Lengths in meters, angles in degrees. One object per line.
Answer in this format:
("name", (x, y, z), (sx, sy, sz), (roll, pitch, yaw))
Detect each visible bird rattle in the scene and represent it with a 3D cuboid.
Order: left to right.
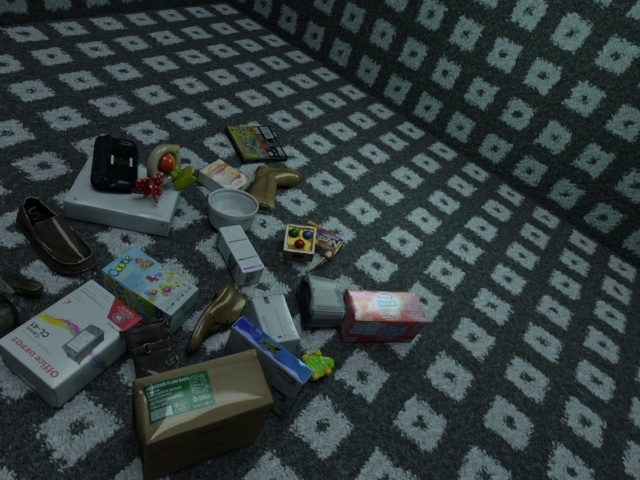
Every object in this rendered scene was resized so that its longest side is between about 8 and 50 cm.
("bird rattle", (-0.619, -0.274, 1.773), (0.143, 0.207, 0.253), (24, 29, 26))

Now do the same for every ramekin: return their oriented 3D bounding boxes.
("ramekin", (-0.369, -0.117, 1.899), (0.207, 0.109, 0.207), (12, 35, -9))

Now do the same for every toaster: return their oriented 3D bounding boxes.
("toaster", (0.001, 0.236, 1.711), (0.146, 0.129, 0.227), (7, 44, -21))

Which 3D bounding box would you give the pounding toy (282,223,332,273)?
("pounding toy", (-0.050, 0.036, 1.877), (0.206, 0.094, 0.181), (7, 63, -3))

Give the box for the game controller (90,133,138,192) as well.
("game controller", (-0.818, -0.309, 1.822), (0.166, 0.067, 0.319), (13, 42, -32))

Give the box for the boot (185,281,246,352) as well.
("boot", (-0.348, 0.270, 1.549), (0.115, 0.112, 0.305), (34, 40, -5))

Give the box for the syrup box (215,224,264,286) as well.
("syrup box", (-0.316, 0.057, 1.775), (0.096, 0.093, 0.237), (-11, 53, -33))

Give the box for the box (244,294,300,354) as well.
("box", (-0.171, 0.309, 1.522), (0.119, 0.182, 0.181), (-4, 50, -28))

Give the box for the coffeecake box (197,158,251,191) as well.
("coffeecake box", (-0.436, -0.273, 2.072), (0.185, 0.068, 0.142), (33, 43, 10))

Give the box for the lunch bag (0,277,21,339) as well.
("lunch bag", (-0.977, 0.149, 1.256), (0.235, 0.287, 0.169), (33, 44, 12))

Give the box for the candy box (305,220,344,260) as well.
("candy box", (0.000, 0.000, 2.000), (0.187, 0.053, 0.109), (30, 43, 9))

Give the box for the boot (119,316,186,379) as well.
("boot", (-0.447, 0.341, 1.358), (0.263, 0.091, 0.229), (-6, 85, -26))

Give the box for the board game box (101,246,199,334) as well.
("board game box", (-0.566, 0.171, 1.517), (0.275, 0.142, 0.144), (31, 43, 8))

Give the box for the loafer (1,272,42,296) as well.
("loafer", (-0.949, 0.146, 1.448), (0.148, 0.050, 0.056), (16, 37, 15))

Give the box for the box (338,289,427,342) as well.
("box", (0.228, 0.289, 1.736), (0.300, 0.154, 0.142), (4, 46, -19))

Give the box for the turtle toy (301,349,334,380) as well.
("turtle toy", (-0.007, 0.430, 1.557), (0.130, 0.066, 0.095), (-12, 53, -33))

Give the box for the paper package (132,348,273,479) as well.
("paper package", (-0.318, 0.461, 1.213), (0.325, 0.309, 0.168), (-8, 51, -28))

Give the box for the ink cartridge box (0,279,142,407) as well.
("ink cartridge box", (-0.719, 0.292, 1.341), (0.226, 0.131, 0.306), (34, 42, 10))

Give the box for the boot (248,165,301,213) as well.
("boot", (-0.213, -0.227, 2.117), (0.236, 0.089, 0.269), (6, 44, -3))

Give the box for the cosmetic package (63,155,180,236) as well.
("cosmetic package", (-0.766, -0.177, 1.813), (0.377, 0.097, 0.284), (12, 42, -12))

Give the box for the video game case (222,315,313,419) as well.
("video game case", (-0.174, 0.392, 1.392), (0.269, 0.244, 0.061), (36, 43, 13))

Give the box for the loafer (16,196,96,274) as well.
("loafer", (-0.920, -0.019, 1.563), (0.366, 0.130, 0.134), (35, 44, 12))

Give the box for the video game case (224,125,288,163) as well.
("video game case", (-0.334, -0.501, 2.370), (0.248, 0.035, 0.275), (-9, 53, -31))
